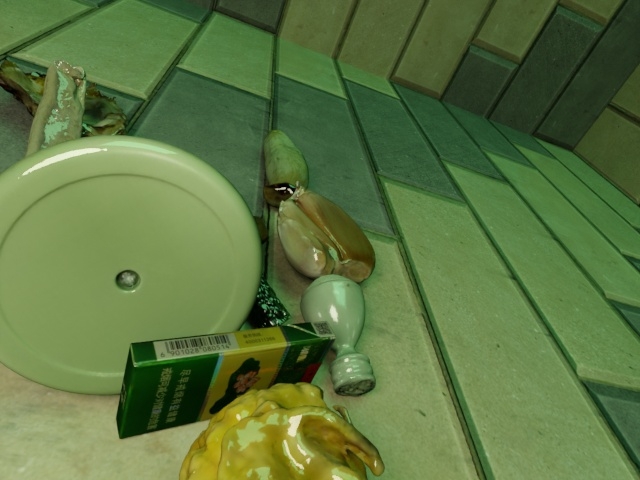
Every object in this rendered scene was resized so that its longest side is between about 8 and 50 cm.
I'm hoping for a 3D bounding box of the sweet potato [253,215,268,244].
[{"bbox_3d":[-0.166,0.008,0.744,0.077,0.077,0.244,34,32,14],"label":"sweet potato"}]

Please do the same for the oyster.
[{"bbox_3d":[-0.493,-0.258,0.890,0.361,0.096,0.221,34,29,14],"label":"oyster"}]

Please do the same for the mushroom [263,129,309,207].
[{"bbox_3d":[-0.085,-0.182,1.063,0.107,0.087,0.333,14,32,-16],"label":"mushroom"}]

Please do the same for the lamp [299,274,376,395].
[{"bbox_3d":[0.029,0.137,0.673,0.106,0.106,0.193,8,44,-25],"label":"lamp"}]

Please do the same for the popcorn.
[{"bbox_3d":[-0.027,0.241,0.379,0.190,0.250,0.250,-31,54,-9],"label":"popcorn"}]

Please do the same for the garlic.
[{"bbox_3d":[0.000,0.000,0.844,0.217,0.110,0.228,11,40,-40],"label":"garlic"}]

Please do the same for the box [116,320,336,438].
[{"bbox_3d":[-0.105,0.159,0.517,0.235,0.132,0.034,0,39,-33],"label":"box"}]

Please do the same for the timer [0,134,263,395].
[{"bbox_3d":[-0.256,-0.009,0.579,0.291,0.290,0.315,7,17,-26],"label":"timer"}]

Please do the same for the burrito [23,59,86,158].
[{"bbox_3d":[-0.438,-0.168,0.719,0.082,0.059,0.275,8,74,-26],"label":"burrito"}]

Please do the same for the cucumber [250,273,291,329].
[{"bbox_3d":[-0.115,0.054,0.679,0.058,0.058,0.187,-25,81,-50],"label":"cucumber"}]
